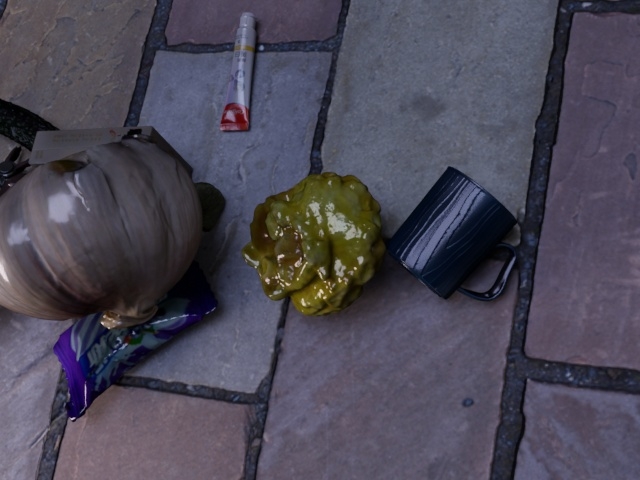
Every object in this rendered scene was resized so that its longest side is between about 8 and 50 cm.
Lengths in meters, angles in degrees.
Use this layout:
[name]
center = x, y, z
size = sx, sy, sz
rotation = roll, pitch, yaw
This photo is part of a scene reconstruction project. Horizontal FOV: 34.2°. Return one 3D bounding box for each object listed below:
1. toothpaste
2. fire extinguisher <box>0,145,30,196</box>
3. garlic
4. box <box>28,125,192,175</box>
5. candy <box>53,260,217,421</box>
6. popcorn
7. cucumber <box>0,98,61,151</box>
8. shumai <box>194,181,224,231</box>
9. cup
[toothpaste]
center = -0.121, -0.259, 1.594
size = 0.048, 0.031, 0.190
rotation = 1, 75, 18
[fire extinguisher]
center = -0.442, -0.057, 1.636
size = 0.252, 0.106, 0.075
rotation = 45, 129, 29
[garlic]
center = -0.316, -0.008, 1.394
size = 0.322, 0.322, 0.241
rotation = -15, 68, 16
[box]
center = -0.311, -0.112, 1.553
size = 0.201, 0.141, 0.058
rotation = 1, 67, 20
[candy]
center = -0.276, 0.128, 1.497
size = 0.275, 0.070, 0.145
rotation = -39, 53, 5
[popcorn]
center = -0.004, 0.001, 1.369
size = 0.197, 0.155, 0.198
rotation = -30, 49, 43
[cucumber]
center = -0.479, -0.183, 1.682
size = 0.245, 0.067, 0.067
rotation = 30, 85, 35
[shumai]
center = -0.194, -0.049, 1.527
size = 0.080, 0.082, 0.083
rotation = 10, 34, 33
[cup]
center = 0.177, 0.002, 1.338
size = 0.150, 0.113, 0.138
rotation = 40, 91, 29
